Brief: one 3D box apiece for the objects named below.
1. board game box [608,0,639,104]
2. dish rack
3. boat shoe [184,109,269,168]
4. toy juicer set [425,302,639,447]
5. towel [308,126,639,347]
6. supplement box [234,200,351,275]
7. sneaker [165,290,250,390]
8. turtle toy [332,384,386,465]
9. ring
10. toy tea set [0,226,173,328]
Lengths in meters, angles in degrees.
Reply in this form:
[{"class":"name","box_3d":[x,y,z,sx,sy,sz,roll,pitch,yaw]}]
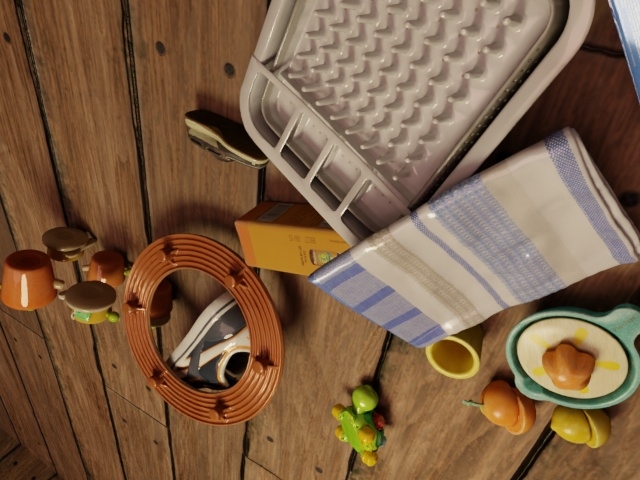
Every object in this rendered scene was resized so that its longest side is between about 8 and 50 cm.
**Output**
[{"class":"board game box","box_3d":[0.328,-0.148,0.310,0.210,0.047,0.160,-5,128,48]},{"class":"dish rack","box_3d":[0.063,-0.169,0.472,0.285,0.072,0.333,48,136,16]},{"class":"boat shoe","box_3d":[-0.130,-0.136,0.667,0.152,0.056,0.049,34,136,24]},{"class":"toy juicer set","box_3d":[0.301,0.161,0.536,0.329,0.089,0.209,-23,103,40]},{"class":"towel","box_3d":[0.158,0.024,0.482,0.285,0.034,0.209,-31,133,29]},{"class":"supplement box","box_3d":[0.000,0.000,0.645,0.233,0.080,0.078,9,122,31]},{"class":"sneaker","box_3d":[-0.200,0.226,0.882,0.127,0.126,0.321,47,131,8]},{"class":"turtle toy","box_3d":[0.071,0.301,0.787,0.095,0.066,0.130,25,130,49]},{"class":"ring","box_3d":[-0.211,0.155,0.782,0.336,0.032,0.337,6,103,27]},{"class":"toy tea set","box_3d":[-0.461,0.105,0.936,0.336,0.200,0.124,25,120,12]}]
